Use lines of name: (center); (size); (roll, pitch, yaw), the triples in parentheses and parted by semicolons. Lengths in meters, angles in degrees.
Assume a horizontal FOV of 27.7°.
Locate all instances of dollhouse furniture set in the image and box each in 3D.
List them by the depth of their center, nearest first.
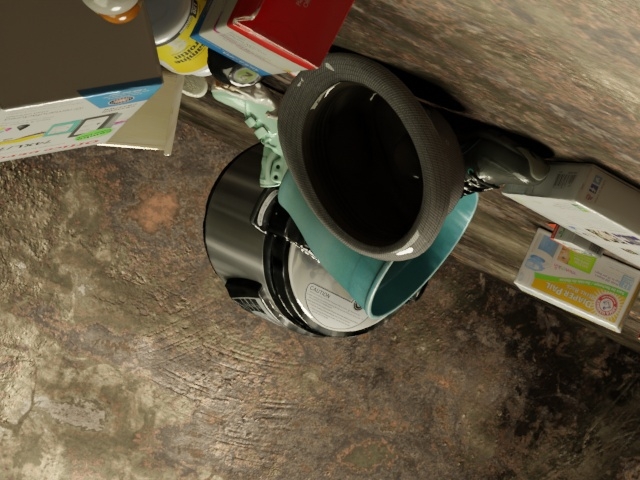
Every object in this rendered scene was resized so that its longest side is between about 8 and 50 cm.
dollhouse furniture set: (-0.337, -0.300, 1.980); (0.198, 0.286, 0.303); (3, -155, -22)

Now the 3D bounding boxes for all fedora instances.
fedora: (0.084, -0.112, 1.650); (0.124, 0.244, 0.275); (-19, -117, -44)

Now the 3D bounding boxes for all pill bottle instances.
pill bottle: (-0.183, -0.274, 1.675); (0.103, 0.103, 0.184); (25, 178, 20)

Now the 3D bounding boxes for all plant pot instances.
plant pot: (0.077, -0.053, 2.149); (0.255, 0.272, 0.271); (40, -178, 17)

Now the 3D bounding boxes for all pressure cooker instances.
pressure cooker: (0.001, -0.006, 2.585); (0.370, 0.375, 0.420); (-23, -155, -28)

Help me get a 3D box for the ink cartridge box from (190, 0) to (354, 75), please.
ink cartridge box: (-0.022, -0.207, 1.026); (0.078, 0.134, 0.231); (27, 178, -17)

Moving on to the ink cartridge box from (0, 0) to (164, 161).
ink cartridge box: (-0.339, -0.226, 1.571); (0.198, 0.197, 0.270); (-13, 175, -25)

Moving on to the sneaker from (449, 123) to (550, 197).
sneaker: (0.194, -0.092, 1.701); (0.101, 0.106, 0.267); (29, 175, -33)

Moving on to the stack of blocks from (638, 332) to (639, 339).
stack of blocks: (0.425, 0.044, 1.387); (0.087, 0.171, 0.297); (25, 179, 10)

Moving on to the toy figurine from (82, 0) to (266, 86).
toy figurine: (-0.120, -0.238, 1.229); (0.213, 0.148, 0.209); (26, 178, -10)

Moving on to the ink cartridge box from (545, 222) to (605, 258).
ink cartridge box: (0.423, 0.000, 2.181); (0.063, 0.029, 0.115); (26, 177, -20)

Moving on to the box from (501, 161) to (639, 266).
box: (0.420, -0.010, 1.693); (0.322, 0.058, 0.232); (28, 177, -16)

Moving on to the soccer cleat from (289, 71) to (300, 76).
soccer cleat: (-0.022, -0.237, 1.753); (0.035, 0.029, 0.083); (39, 167, -37)

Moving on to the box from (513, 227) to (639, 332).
box: (0.466, 0.073, 2.334); (0.203, 0.114, 0.103); (24, 178, 19)

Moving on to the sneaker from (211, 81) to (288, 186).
sneaker: (-0.105, -0.181, 2.348); (0.256, 0.151, 0.094); (27, 179, -3)

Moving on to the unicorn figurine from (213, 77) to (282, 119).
unicorn figurine: (-0.116, -0.250, 2.224); (0.111, 0.060, 0.162); (27, -166, -33)

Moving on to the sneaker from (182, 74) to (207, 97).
sneaker: (-0.274, -0.310, 2.407); (0.152, 0.058, 0.084); (30, 172, 1)
